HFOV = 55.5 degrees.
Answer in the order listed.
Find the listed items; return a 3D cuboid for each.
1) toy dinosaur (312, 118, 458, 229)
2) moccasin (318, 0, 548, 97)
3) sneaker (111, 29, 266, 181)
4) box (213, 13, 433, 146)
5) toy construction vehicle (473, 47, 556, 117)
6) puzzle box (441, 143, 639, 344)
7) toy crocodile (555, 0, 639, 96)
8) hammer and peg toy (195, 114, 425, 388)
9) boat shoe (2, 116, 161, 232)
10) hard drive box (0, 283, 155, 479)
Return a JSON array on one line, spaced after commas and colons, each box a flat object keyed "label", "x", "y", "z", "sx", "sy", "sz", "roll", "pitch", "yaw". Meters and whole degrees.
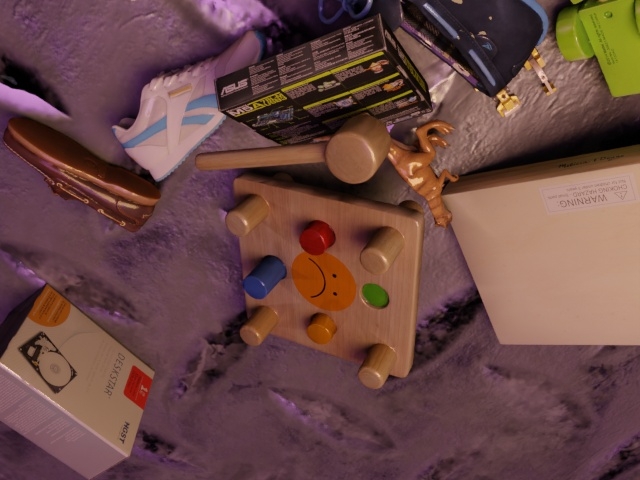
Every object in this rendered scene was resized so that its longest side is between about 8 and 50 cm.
[{"label": "toy dinosaur", "x": 0.110, "y": -0.099, "z": 0.745, "sx": 0.211, "sy": 0.064, "sz": 0.112, "roll": 41, "pitch": 77, "yaw": -17}, {"label": "moccasin", "x": 0.083, "y": -0.260, "z": 0.638, "sx": 0.342, "sy": 0.138, "sz": 0.117, "roll": 25, "pitch": 102, "yaw": -11}, {"label": "sneaker", "x": -0.157, "y": -0.173, "z": 0.731, "sx": 0.228, "sy": 0.087, "sz": 0.092, "roll": -41, "pitch": 109, "yaw": 19}, {"label": "box", "x": 0.011, "y": -0.161, "z": 0.679, "sx": 0.190, "sy": 0.045, "sz": 0.184, "roll": -15, "pitch": 164, "yaw": 23}, {"label": "toy construction vehicle", "x": 0.233, "y": -0.201, "z": 0.747, "sx": 0.086, "sy": 0.035, "sz": 0.098, "roll": -32, "pitch": 117, "yaw": 18}, {"label": "puzzle box", "x": 0.383, "y": 0.016, "z": 0.754, "sx": 0.409, "sy": 0.052, "sz": 0.272, "roll": -7, "pitch": 121, "yaw": 37}, {"label": "toy crocodile", "x": 0.300, "y": -0.296, "z": 0.656, "sx": 0.340, "sy": 0.105, "sz": 0.115, "roll": 47, "pitch": 152, "yaw": -26}, {"label": "hammer and peg toy", "x": 0.000, "y": 0.000, "z": 0.770, "sx": 0.266, "sy": 0.127, "sz": 0.361, "roll": 14, "pitch": 126, "yaw": 24}, {"label": "boat shoe", "x": -0.316, "y": -0.079, "z": 0.793, "sx": 0.207, "sy": 0.073, "sz": 0.073, "roll": 32, "pitch": 114, "yaw": -18}, {"label": "hard drive box", "x": -0.378, "y": 0.209, "z": 0.908, "sx": 0.089, "sy": 0.181, "sz": 0.232, "roll": -33, "pitch": 117, "yaw": 17}]
